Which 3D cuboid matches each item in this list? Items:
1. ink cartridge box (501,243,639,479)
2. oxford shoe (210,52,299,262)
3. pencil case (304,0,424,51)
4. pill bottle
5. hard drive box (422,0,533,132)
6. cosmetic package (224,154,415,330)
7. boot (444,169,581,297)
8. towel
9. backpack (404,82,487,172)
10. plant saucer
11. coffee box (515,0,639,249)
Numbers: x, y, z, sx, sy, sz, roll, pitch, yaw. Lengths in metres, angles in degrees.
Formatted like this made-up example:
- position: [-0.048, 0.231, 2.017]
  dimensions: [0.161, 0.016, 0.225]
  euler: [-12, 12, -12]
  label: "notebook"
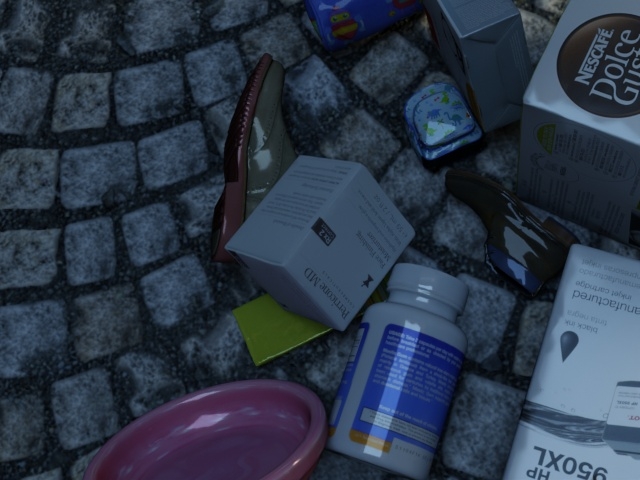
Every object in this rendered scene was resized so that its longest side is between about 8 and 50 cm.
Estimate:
- position: [0.403, 0.240, 1.239]
  dimensions: [0.285, 0.166, 0.395]
  euler: [16, 77, 15]
  label: "ink cartridge box"
- position: [-0.081, -0.120, 1.488]
  dimensions: [0.130, 0.123, 0.348]
  euler: [13, 73, -13]
  label: "oxford shoe"
- position: [0.116, -0.406, 1.520]
  dimensions: [0.306, 0.119, 0.133]
  euler: [-23, 32, 4]
  label: "pencil case"
- position: [0.113, 0.176, 1.321]
  dimensions: [0.152, 0.152, 0.272]
  euler: [17, 77, 15]
  label: "pill bottle"
- position: [0.221, -0.301, 1.394]
  dimensions: [0.089, 0.181, 0.232]
  euler: [-22, 45, 4]
  label: "hard drive box"
- position: [0.000, 0.000, 1.355]
  dimensions: [0.151, 0.151, 0.183]
  euler: [13, 61, 52]
  label: "cosmetic package"
- position: [0.252, -0.012, 1.391]
  dimensions: [0.219, 0.082, 0.106]
  euler: [33, 79, 16]
  label: "boot"
- position: [-0.007, 0.095, 1.440]
  dimensions: [0.237, 0.021, 0.102]
  euler: [-27, 65, 3]
  label: "towel"
- position: [0.180, -0.178, 1.455]
  dimensions: [0.105, 0.084, 0.114]
  euler: [-24, 67, -1]
  label: "backpack"
- position: [-0.144, 0.299, 1.278]
  dimensions: [0.332, 0.332, 0.084]
  euler: [-14, 107, 6]
  label: "plant saucer"
- position: [0.473, -0.194, 1.269]
  dimensions: [0.334, 0.338, 0.337]
  euler: [24, 78, 17]
  label: "coffee box"
